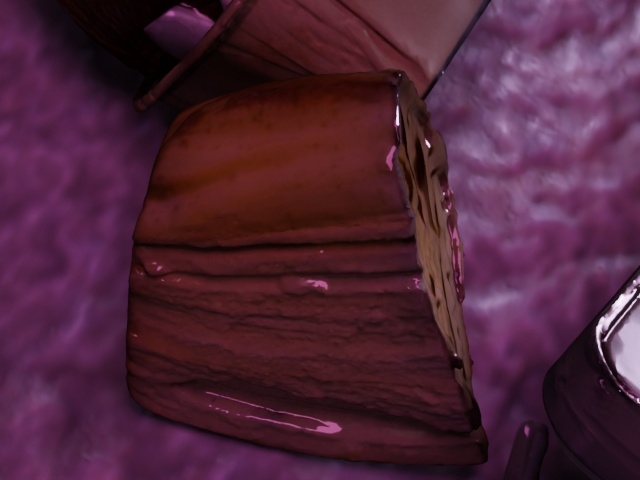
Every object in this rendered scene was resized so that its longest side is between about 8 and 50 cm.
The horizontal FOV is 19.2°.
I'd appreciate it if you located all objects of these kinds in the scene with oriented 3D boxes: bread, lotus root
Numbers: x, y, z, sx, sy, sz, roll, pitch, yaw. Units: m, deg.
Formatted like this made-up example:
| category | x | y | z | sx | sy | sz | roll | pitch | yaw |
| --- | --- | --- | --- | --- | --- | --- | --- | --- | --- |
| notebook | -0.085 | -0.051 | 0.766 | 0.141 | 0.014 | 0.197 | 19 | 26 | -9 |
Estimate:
| category | x | y | z | sx | sy | sz | roll | pitch | yaw |
| --- | --- | --- | --- | --- | --- | --- | --- | --- | --- |
| bread | -0.022 | -0.150 | 0.765 | 0.212 | 0.142 | 0.224 | 37 | 60 | -8 |
| lotus root | -0.004 | 0.001 | 0.692 | 0.135 | 0.159 | 0.095 | 2 | 35 | 5 |

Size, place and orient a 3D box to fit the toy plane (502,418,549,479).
| category | x | y | z | sx | sy | sz | roll | pitch | yaw |
| --- | --- | --- | --- | --- | --- | --- | --- | --- | --- |
| toy plane | 0.026 | 0.181 | 0.607 | 0.273 | 0.107 | 0.182 | -24 | 83 | -28 |

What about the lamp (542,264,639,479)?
| category | x | y | z | sx | sy | sz | roll | pitch | yaw |
| --- | --- | --- | --- | --- | --- | --- | --- | --- | --- |
| lamp | 0.232 | 0.080 | 0.683 | 0.269 | 0.047 | 0.266 | 40 | 36 | 9 |
